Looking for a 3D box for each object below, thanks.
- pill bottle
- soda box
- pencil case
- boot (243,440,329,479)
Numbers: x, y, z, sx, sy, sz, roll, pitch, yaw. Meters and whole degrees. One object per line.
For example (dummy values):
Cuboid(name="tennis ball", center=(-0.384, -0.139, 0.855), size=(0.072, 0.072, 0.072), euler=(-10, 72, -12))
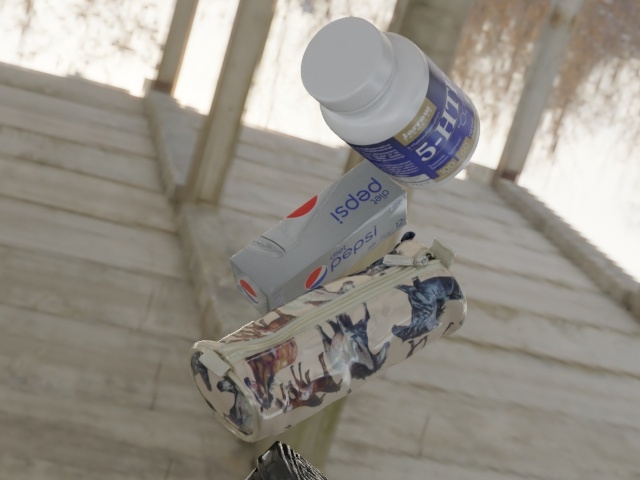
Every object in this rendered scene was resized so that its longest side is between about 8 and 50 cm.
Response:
Cuboid(name="pill bottle", center=(0.064, -0.130, 1.200), size=(0.112, 0.112, 0.187), euler=(29, 179, 37))
Cuboid(name="soda box", center=(0.000, 0.000, 1.986), size=(0.286, 0.091, 0.098), euler=(-37, -120, -19))
Cuboid(name="pencil case", center=(0.012, 0.135, 1.810), size=(0.410, 0.183, 0.160), euler=(-26, -134, -26))
Cuboid(name="boot", center=(-0.045, 0.445, 1.684), size=(0.348, 0.260, 0.131), euler=(44, -174, -19))
